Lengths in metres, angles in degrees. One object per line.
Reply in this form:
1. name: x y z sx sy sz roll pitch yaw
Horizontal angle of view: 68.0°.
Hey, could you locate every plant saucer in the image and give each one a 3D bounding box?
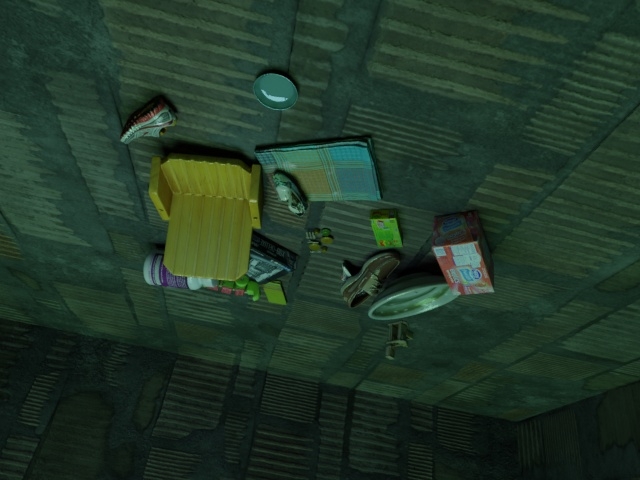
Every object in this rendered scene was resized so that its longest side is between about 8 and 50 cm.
1. plant saucer: -0.118 -0.399 1.257 0.119 0.021 0.119 7 147 5
2. plant saucer: 0.380 0.218 1.961 0.399 0.101 0.401 -11 156 -5

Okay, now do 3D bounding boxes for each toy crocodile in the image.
1. toy crocodile: -0.442 0.202 2.221 0.340 0.105 0.115 14 148 -6

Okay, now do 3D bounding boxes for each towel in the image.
1. towel: 0.001 -0.210 1.509 0.369 0.040 0.272 -1 146 17
2. towel: -0.226 0.253 2.328 0.102 0.021 0.237 10 150 11

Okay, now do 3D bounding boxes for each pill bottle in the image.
1. pill bottle: -0.604 0.129 2.090 0.301 0.170 0.169 6 148 7

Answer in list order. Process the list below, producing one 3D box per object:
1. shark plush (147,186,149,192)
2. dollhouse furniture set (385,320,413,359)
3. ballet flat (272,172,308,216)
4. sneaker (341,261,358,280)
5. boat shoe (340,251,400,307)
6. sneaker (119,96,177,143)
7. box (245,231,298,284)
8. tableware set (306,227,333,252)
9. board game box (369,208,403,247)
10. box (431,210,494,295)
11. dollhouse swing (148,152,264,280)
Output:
1. shark plush: -0.579 -0.200 1.675 0.067 0.073 0.161 43 150 4
2. dollhouse furniture set: 0.427 0.528 2.425 0.160 0.182 0.101 33 141 -32
3. ballet flat: -0.099 -0.144 1.556 0.070 0.070 0.188 -12 142 31
4. sneaker: 0.114 0.147 2.026 0.075 0.057 0.161 -13 144 24
5. boat shoe: 0.212 0.167 1.924 0.123 0.117 0.324 15 134 -34
6. sneaker: -0.515 -0.334 1.409 0.225 0.088 0.092 -16 141 35
7. box: -0.286 0.066 1.989 0.307 0.077 0.242 31 143 -30
8. tableware set: 0.000 0.000 1.860 0.103 0.024 0.154 1 146 9
9. board game box: 0.240 -0.041 1.705 0.092 0.043 0.181 -1 146 18
10. box: 0.506 0.051 1.660 0.153 0.142 0.300 -8 138 28
11. dollhouse swing: -0.379 -0.064 1.557 0.346 0.305 0.315 6 156 -1
